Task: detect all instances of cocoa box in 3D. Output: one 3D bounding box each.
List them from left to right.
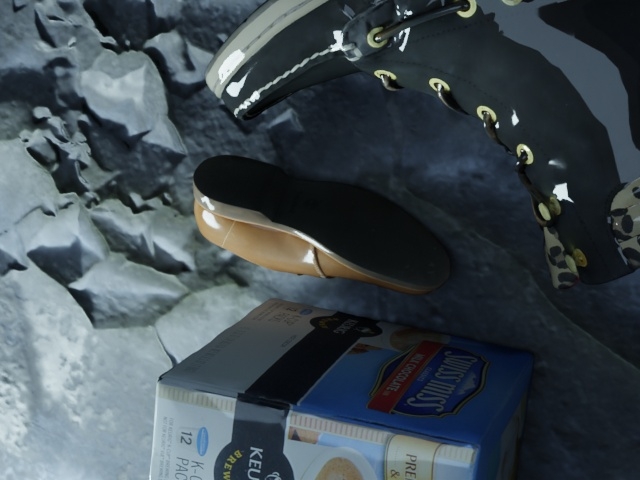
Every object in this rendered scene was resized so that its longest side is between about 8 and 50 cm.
[{"bbox_3d":[0.012,0.250,1.024,0.228,0.231,0.347,10,104,16],"label":"cocoa box"}]

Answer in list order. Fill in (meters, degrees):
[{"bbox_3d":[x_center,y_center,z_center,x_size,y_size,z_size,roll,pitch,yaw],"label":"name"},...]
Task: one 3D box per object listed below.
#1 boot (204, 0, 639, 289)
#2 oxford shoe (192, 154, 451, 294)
[{"bbox_3d":[0.123,-0.097,0.974,0.377,0.138,0.284,-26,95,23],"label":"boot"},{"bbox_3d":[0.000,0.000,1.080,0.212,0.076,0.076,21,136,12],"label":"oxford shoe"}]
